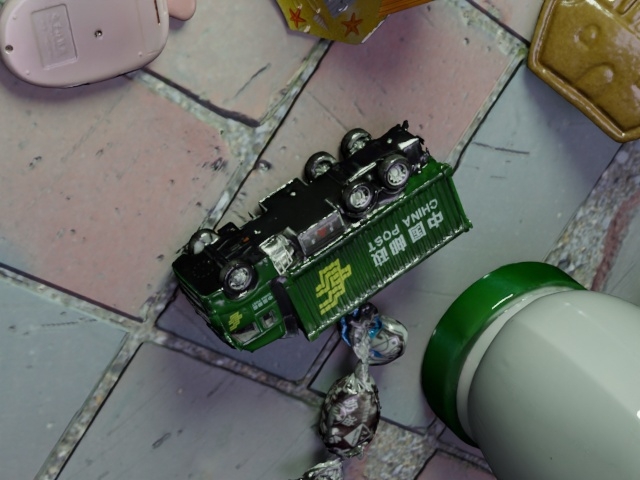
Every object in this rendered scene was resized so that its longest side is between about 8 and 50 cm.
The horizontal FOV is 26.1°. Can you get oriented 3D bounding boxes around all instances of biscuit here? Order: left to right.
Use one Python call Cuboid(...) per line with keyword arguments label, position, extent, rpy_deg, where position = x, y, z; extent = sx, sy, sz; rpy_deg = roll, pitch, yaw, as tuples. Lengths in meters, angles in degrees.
Cuboid(label="biscuit", position=(0.309, -0.206, 1.291), extent=(0.182, 0.034, 0.215), rpy_deg=(37, 109, -11))

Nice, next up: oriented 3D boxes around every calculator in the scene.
Cuboid(label="calculator", position=(-0.173, -0.173, 1.080), extent=(0.166, 0.024, 0.103), rpy_deg=(-21, 125, -20))

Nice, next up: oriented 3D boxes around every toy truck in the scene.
Cuboid(label="toy truck", position=(0.000, 0.000, 1.245), extent=(0.259, 0.088, 0.121), rpy_deg=(-34, 129, -13))

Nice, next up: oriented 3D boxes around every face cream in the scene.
Cuboid(label="face cream", position=(0.276, 0.189, 1.344), extent=(0.219, 0.357, 0.312), rpy_deg=(-35, 129, -11))

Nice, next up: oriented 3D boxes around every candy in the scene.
Cuboid(label="candy", position=(0.024, 0.164, 1.378), extent=(0.094, 0.051, 0.226), rpy_deg=(4, 112, -22))

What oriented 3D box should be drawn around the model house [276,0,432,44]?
Cuboid(label="model house", position=(0.059, -0.249, 1.110), extent=(0.207, 0.136, 0.219), rpy_deg=(-39, 129, -9))
